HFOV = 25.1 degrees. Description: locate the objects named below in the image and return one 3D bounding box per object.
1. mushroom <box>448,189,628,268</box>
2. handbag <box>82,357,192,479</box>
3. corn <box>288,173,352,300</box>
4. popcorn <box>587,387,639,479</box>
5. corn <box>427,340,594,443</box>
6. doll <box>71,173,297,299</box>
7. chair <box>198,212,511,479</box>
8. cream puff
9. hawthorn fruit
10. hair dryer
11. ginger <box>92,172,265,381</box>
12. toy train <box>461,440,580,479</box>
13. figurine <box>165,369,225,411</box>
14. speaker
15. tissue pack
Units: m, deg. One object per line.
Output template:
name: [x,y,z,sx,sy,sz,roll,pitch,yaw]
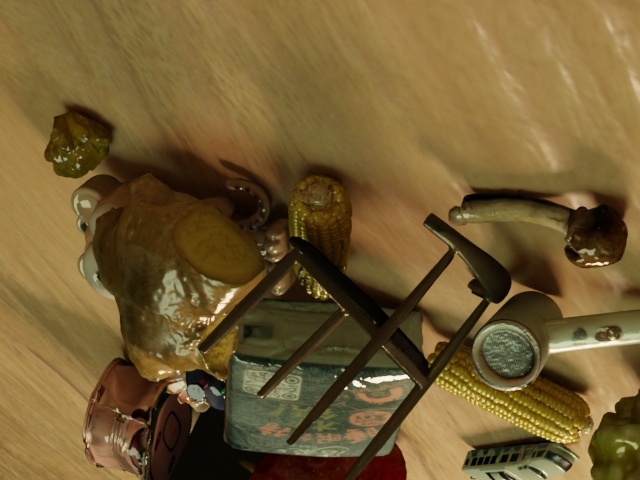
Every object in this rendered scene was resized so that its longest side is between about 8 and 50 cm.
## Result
mushroom: [0.205,-0.014,1.346,0.187,0.060,0.061,16,169,41]
handbag: [-0.282,0.286,2.231,0.116,0.179,0.205,13,153,13]
corn: [0.000,0.000,1.541,0.072,0.072,0.203,22,154,11]
popcorn: [0.427,0.253,1.507,0.286,0.173,0.225,5,163,19]
corn: [0.218,0.176,1.665,0.206,0.067,0.067,23,154,10]
doll: [-0.160,-0.003,1.643,0.278,0.119,0.154,-1,117,25]
chair: [0.044,0.083,1.468,0.166,0.272,0.188,43,177,32]
cream puff: [-0.274,-0.110,1.619,0.058,0.083,0.083,64,-173,30]
hawthorn fruit: [-0.013,0.362,2.046,0.266,0.230,0.210,7,142,39]
hair dryer: [0.276,0.082,1.423,0.236,0.131,0.073,-12,99,25]
ginger: [-0.168,0.063,1.553,0.219,0.123,0.270,44,131,19]
toy train: [0.258,0.287,1.861,0.043,0.047,0.207,34,155,-17]
figurine: [-0.156,0.193,2.001,0.102,0.111,0.195,37,155,-23]
speaker: [-0.125,0.418,2.258,0.184,0.232,0.254,16,157,22]
tissue pack: [-0.004,0.176,1.766,0.228,0.103,0.315,5,153,-2]
